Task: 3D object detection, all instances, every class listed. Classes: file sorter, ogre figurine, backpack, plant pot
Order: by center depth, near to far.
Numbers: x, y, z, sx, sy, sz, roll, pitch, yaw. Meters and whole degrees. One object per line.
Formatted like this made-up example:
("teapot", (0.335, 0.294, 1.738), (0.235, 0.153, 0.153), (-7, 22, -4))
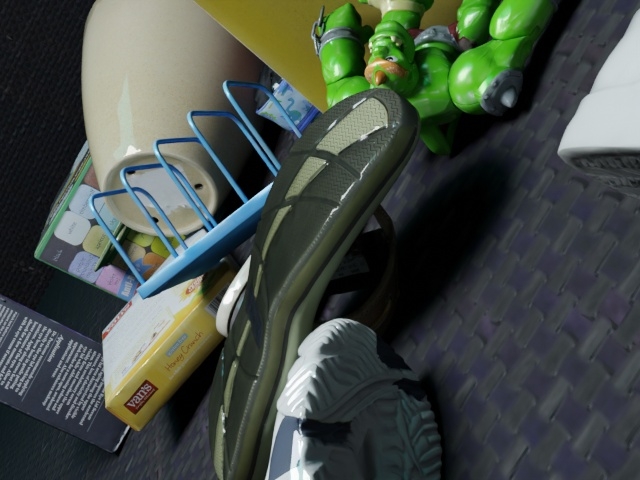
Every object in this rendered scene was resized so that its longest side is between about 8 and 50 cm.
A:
("ogre figurine", (0.073, -0.126, 0.580), (0.197, 0.097, 0.118), (3, 67, 20))
("plant pot", (0.037, -0.255, 0.706), (0.187, 0.212, 0.212), (-27, 37, 40))
("file sorter", (-0.096, -0.047, 0.765), (0.170, 0.104, 0.118), (-37, -4, 18))
("backpack", (-0.009, -0.158, 0.853), (0.105, 0.084, 0.114), (-50, 17, 34))
("plant pot", (-0.175, -0.146, 1.048), (0.256, 0.256, 0.274), (-48, 28, 36))

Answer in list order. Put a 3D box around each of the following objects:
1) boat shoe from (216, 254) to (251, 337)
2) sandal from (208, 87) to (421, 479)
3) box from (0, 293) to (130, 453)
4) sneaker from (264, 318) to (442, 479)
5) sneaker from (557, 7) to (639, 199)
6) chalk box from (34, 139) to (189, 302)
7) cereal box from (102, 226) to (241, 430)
("boat shoe", (0.000, 0.000, 0.684), (0.065, 0.075, 0.206), (30, 86, 29))
("sandal", (0.000, 0.039, 0.577), (0.120, 0.086, 0.303), (-106, 32, -56))
("box", (-0.325, 0.158, 1.053), (0.153, 0.207, 0.108), (-13, 50, 65))
("sneaker", (-0.020, 0.158, 0.426), (0.153, 0.094, 0.235), (-38, 39, 33))
("sneaker", (0.179, -0.087, 0.225), (0.169, 0.108, 0.292), (-66, 17, -1))
("chalk box", (-0.274, -0.033, 1.239), (0.180, 0.179, 0.289), (-58, 20, 11))
("cereal box", (-0.153, 0.078, 0.916), (0.173, 0.047, 0.240), (-48, 18, -1))
